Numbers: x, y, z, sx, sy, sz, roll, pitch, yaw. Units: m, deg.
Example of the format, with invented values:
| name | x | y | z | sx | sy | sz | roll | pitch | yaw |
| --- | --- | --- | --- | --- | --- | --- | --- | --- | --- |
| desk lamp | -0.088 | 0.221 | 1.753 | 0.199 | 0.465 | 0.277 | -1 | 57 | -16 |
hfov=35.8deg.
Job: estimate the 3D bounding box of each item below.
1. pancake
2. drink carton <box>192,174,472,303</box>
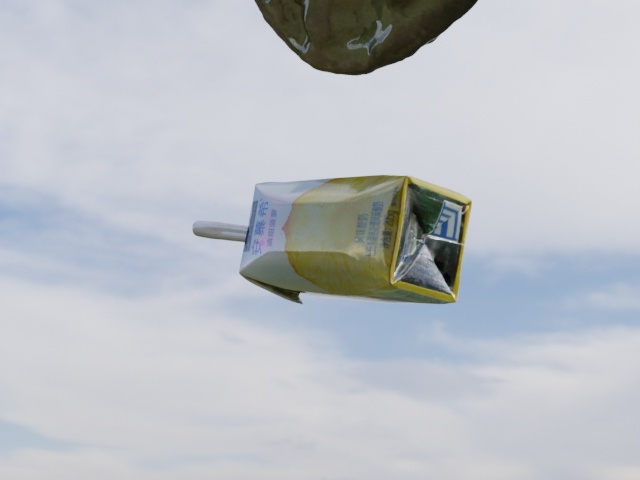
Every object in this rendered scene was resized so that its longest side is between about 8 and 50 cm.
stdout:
| name | x | y | z | sx | sy | sz | roll | pitch | yaw |
| --- | --- | --- | --- | --- | --- | --- | --- | --- | --- |
| pancake | 0.036 | -0.303 | 0.946 | 0.294 | 0.294 | 0.049 | -18 | 12 | 41 |
| drink carton | 0.000 | 0.000 | 0.641 | 0.074 | 0.084 | 0.200 | 13 | -7 | -39 |
